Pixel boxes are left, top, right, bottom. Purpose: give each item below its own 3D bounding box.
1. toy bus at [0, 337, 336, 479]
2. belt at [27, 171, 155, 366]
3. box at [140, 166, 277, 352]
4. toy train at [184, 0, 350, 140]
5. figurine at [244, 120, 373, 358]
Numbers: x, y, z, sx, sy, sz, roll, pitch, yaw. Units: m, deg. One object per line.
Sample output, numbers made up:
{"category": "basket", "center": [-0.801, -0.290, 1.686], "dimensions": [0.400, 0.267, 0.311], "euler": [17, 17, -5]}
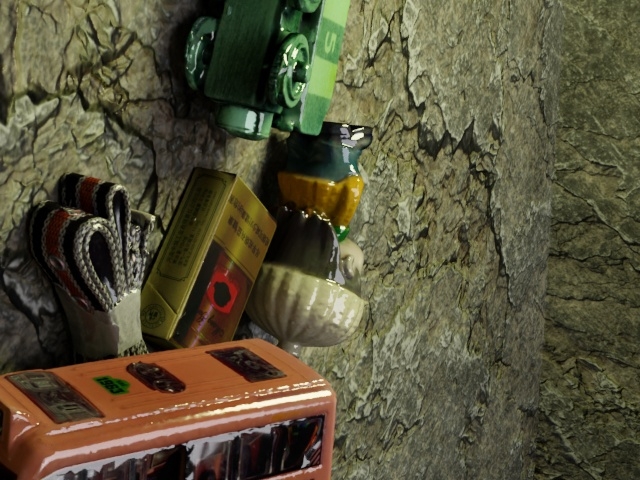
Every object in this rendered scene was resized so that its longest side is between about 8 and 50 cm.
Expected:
{"category": "toy bus", "center": [-0.193, 0.242, 1.285], "dimensions": [0.426, 0.203, 0.233], "euler": [-5, 111, -40]}
{"category": "belt", "center": [-0.249, 0.099, 1.374], "dimensions": [0.126, 0.094, 0.360], "euler": [-36, 131, -47]}
{"category": "box", "center": [-0.150, 0.043, 1.574], "dimensions": [0.240, 0.071, 0.159], "euler": [-69, 155, -19]}
{"category": "toy train", "center": [-0.063, -0.275, 1.519], "dimensions": [0.238, 0.166, 0.299], "euler": [-1, 104, -73]}
{"category": "figurine", "center": [-0.020, -0.005, 1.707], "dimensions": [0.204, 0.185, 0.332], "euler": [-18, 111, -42]}
